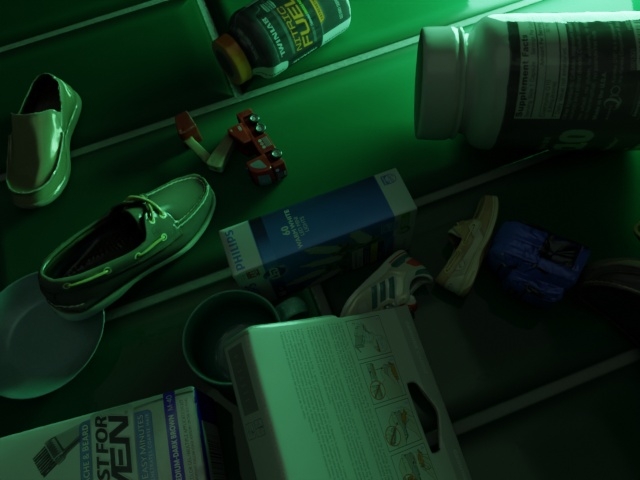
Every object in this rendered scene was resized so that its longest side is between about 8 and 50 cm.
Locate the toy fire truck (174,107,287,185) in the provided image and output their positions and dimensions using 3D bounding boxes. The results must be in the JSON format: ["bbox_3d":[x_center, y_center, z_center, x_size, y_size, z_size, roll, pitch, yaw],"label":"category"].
[{"bbox_3d":[-0.154,-0.159,0.904,0.135,0.047,0.192,-27,65,-9],"label":"toy fire truck"}]

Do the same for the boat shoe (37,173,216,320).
[{"bbox_3d":[-0.276,-0.010,0.793,0.109,0.091,0.305,34,59,18],"label":"boat shoe"}]

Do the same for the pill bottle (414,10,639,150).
[{"bbox_3d":[0.333,-0.242,0.818,0.361,0.204,0.204,2,63,6],"label":"pill bottle"}]

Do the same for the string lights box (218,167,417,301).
[{"bbox_3d":[0.000,0.000,0.761,0.260,0.133,0.076,-21,64,-5],"label":"string lights box"}]

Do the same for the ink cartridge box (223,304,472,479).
[{"bbox_3d":[0.046,0.235,0.626,0.261,0.066,0.296,-2,65,-40],"label":"ink cartridge box"}]

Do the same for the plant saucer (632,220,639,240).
[{"bbox_3d":[0.575,0.011,0.757,0.188,0.045,0.188,-32,64,-11],"label":"plant saucer"}]

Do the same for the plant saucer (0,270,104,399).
[{"bbox_3d":[-0.407,0.138,0.780,0.195,0.037,0.194,-2,62,3],"label":"plant saucer"}]

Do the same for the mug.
[{"bbox_3d":[-0.097,0.143,0.717,0.158,0.097,0.129,2,63,5],"label":"mug"}]

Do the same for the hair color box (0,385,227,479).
[{"bbox_3d":[-0.290,0.317,0.641,0.339,0.110,0.185,-16,64,-1],"label":"hair color box"}]

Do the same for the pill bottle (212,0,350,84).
[{"bbox_3d":[-0.075,-0.384,0.966,0.246,0.130,0.130,-38,66,-13],"label":"pill bottle"}]

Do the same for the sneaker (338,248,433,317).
[{"bbox_3d":[0.094,0.086,0.752,0.075,0.057,0.161,36,68,26],"label":"sneaker"}]

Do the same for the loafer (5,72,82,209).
[{"bbox_3d":[-0.491,-0.179,0.917,0.102,0.092,0.268,-5,63,2],"label":"loafer"}]

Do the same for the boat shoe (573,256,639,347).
[{"bbox_3d":[0.483,0.145,0.650,0.355,0.132,0.130,30,69,19],"label":"boat shoe"}]

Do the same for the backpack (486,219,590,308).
[{"bbox_3d":[0.294,0.031,0.742,0.120,0.098,0.101,29,73,17],"label":"backpack"}]

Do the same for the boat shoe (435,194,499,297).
[{"bbox_3d":[0.216,-0.001,0.784,0.059,0.063,0.170,22,68,9],"label":"boat shoe"}]
